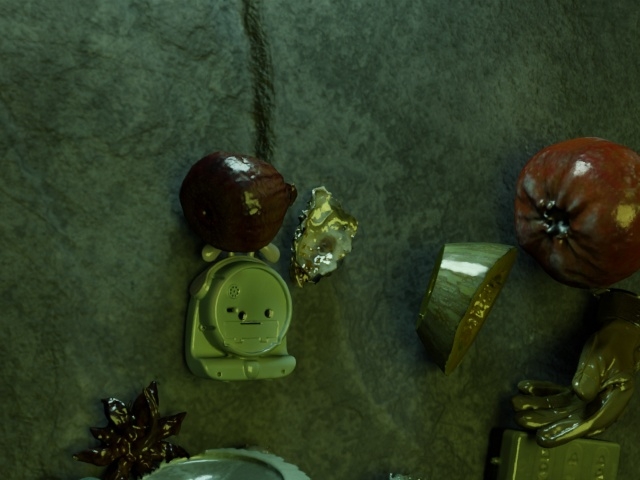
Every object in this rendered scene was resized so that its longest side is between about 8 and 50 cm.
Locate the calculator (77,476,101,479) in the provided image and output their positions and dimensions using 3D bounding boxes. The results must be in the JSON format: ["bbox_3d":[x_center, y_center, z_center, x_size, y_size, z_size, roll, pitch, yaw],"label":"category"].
[{"bbox_3d":[-0.344,0.378,1.517,0.246,0.045,0.141,-16,102,-24],"label":"calculator"}]

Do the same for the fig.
[{"bbox_3d":[-0.078,-0.058,1.663,0.201,0.146,0.133,-10,134,-43],"label":"fig"}]

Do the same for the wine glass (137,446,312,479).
[{"bbox_3d":[-0.130,0.446,1.560,0.238,0.238,0.323,-12,111,-34],"label":"wine glass"}]

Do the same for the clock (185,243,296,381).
[{"bbox_3d":[-0.105,0.093,1.689,0.151,0.062,0.191,1,89,-34],"label":"clock"}]

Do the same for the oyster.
[{"bbox_3d":[-0.008,0.003,1.761,0.103,0.051,0.148,49,49,-21],"label":"oyster"}]

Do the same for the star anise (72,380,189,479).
[{"bbox_3d":[-0.238,0.264,1.604,0.168,0.057,0.168,-7,103,-31],"label":"star anise"}]

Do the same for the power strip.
[{"bbox_3d":[0.373,0.364,2.012,0.257,0.070,0.105,12,83,-33],"label":"power strip"}]

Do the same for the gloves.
[{"bbox_3d":[0.432,0.219,2.006,0.141,0.154,0.331,53,56,-20],"label":"gloves"}]

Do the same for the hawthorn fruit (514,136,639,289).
[{"bbox_3d":[0.441,-0.049,1.969,0.272,0.242,0.242,-15,99,-44],"label":"hawthorn fruit"}]

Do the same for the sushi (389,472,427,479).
[{"bbox_3d":[0.132,0.396,1.833,0.226,0.097,0.103,19,85,-48],"label":"sushi"}]

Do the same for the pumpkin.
[{"bbox_3d":[0.199,0.084,1.860,0.110,0.217,0.217,30,69,10],"label":"pumpkin"}]

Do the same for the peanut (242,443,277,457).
[{"bbox_3d":[-0.078,0.381,1.696,0.099,0.099,0.214,-14,104,-34],"label":"peanut"}]
